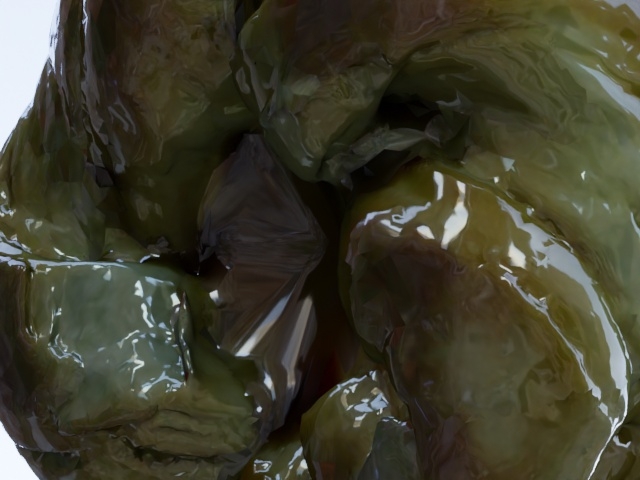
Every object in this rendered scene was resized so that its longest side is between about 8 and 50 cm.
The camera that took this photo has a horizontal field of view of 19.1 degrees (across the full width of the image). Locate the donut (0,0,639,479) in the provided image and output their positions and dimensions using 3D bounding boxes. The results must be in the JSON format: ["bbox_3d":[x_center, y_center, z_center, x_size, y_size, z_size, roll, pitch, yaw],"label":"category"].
[{"bbox_3d":[0.000,0.000,0.746,0.360,0.170,0.360,2,-87,50],"label":"donut"}]
